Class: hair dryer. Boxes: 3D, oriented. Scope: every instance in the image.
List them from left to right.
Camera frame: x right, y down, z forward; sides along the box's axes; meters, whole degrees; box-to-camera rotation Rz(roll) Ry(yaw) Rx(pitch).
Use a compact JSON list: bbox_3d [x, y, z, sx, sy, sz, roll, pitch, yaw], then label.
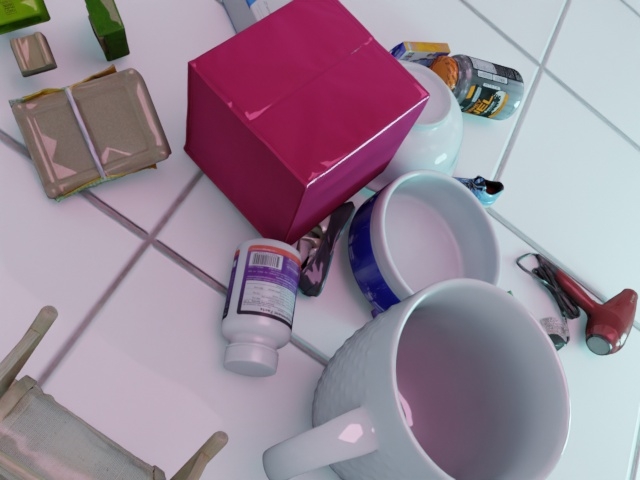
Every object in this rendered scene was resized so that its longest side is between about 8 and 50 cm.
[{"bbox_3d":[0.548,0.125,1.400,0.293,0.080,0.224,6,65,-26],"label":"hair dryer"}]

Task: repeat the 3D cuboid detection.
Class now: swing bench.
[{"bbox_3d":[-0.285,0.252,0.783,0.253,0.254,0.165,37,47,-8],"label":"swing bench"}]

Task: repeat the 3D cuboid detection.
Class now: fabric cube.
[{"bbox_3d":[-0.036,-0.184,1.080,0.258,0.254,0.259,-39,81,-23],"label":"fabric cube"}]

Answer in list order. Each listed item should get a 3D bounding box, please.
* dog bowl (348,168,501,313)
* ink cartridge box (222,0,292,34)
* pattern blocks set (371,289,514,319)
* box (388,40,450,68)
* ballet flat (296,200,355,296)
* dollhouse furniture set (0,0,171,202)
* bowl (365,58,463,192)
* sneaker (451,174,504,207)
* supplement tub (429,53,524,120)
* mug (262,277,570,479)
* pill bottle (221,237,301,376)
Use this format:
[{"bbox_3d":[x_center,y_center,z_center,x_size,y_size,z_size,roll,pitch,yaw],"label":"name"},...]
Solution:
[{"bbox_3d":[0.182,0.017,1.190,0.264,0.104,0.265,12,65,-28],"label":"dog bowl"},{"bbox_3d":[-0.064,-0.435,1.323,0.203,0.086,0.148,-18,77,-32],"label":"ink cartridge box"},{"bbox_3d":[0.237,0.131,1.263,0.324,0.026,0.285,8,65,-25],"label":"pattern blocks set"},{"bbox_3d":[0.197,-0.384,1.443,0.136,0.081,0.028,-10,74,-31],"label":"box"},{"bbox_3d":[0.000,0.000,1.171,0.074,0.074,0.203,31,59,-13],"label":"ballet flat"},{"bbox_3d":[-0.376,-0.229,1.077,0.197,0.151,0.302,-21,96,-13],"label":"dollhouse furniture set"},{"bbox_3d":[0.157,-0.239,1.296,0.297,0.134,0.298,8,63,-15],"label":"bowl"},{"bbox_3d":[0.297,-0.111,1.376,0.162,0.073,0.063,2,67,-24],"label":"sneaker"},{"bbox_3d":[0.328,-0.329,1.466,0.190,0.117,0.117,7,65,-25],"label":"supplement tub"},{"bbox_3d":[0.094,0.245,0.950,0.374,0.328,0.276,-14,75,-32],"label":"mug"},{"bbox_3d":[-0.093,0.104,1.049,0.108,0.108,0.194,19,61,-20],"label":"pill bottle"}]
